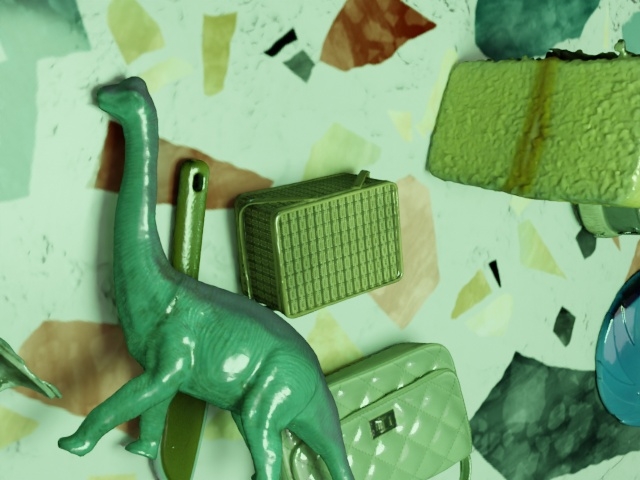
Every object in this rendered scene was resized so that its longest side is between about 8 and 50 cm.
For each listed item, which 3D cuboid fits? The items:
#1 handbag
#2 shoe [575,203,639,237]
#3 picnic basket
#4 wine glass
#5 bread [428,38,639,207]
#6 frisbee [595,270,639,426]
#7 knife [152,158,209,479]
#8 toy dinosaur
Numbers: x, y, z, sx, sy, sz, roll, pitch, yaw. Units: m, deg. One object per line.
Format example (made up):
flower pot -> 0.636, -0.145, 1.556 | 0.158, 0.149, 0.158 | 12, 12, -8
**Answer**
handbag -> 0.063, 0.240, 1.058 | 0.256, 0.079, 0.219 | -21, 95, -30
shoe -> 0.487, -0.109, 1.252 | 0.336, 0.171, 0.132 | -34, 117, -24
picnic basket -> 0.000, 0.000, 0.988 | 0.164, 0.079, 0.115 | -17, 110, -32
wine glass -> -0.305, 0.162, 0.792 | 0.183, 0.122, 0.122 | -52, 124, -19
bread -> 0.244, -0.095, 1.026 | 0.142, 0.266, 0.178 | -53, 125, -19
frisbee -> 0.479, 0.149, 1.386 | 0.242, 0.045, 0.242 | -8, 104, -35
knife -> -0.124, 0.093, 0.954 | 0.061, 0.027, 0.343 | 1, 100, -38
toy dinosaur -> -0.062, 0.063, 0.904 | 0.383, 0.129, 0.331 | 19, 88, -17
